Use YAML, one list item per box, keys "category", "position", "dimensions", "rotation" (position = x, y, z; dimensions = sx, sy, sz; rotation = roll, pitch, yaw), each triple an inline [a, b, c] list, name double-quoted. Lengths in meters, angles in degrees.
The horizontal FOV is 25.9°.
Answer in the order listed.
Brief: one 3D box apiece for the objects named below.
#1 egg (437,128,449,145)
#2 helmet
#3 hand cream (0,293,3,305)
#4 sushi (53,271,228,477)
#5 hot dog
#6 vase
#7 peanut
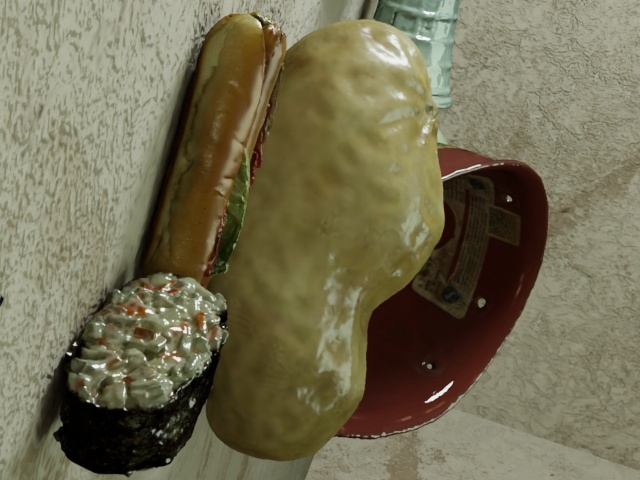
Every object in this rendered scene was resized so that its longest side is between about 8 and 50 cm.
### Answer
- category: "egg"
  position: [0.078, -0.053, 1.761]
  dimensions: [0.186, 0.186, 0.253]
  rotation: [-63, 165, -56]
- category: "helmet"
  position: [0.052, 0.024, 1.538]
  dimensions: [0.385, 0.230, 0.338]
  rotation: [-21, 132, -37]
- category: "hand cream"
  position: [-0.160, 0.018, 0.651]
  dimensions: [0.093, 0.019, 0.030]
  rotation: [111, -2, -60]
- category: "sushi"
  position: [-0.113, 0.083, 0.908]
  dimensions: [0.150, 0.090, 0.078]
  rotation: [-59, 162, -56]
- category: "hot dog"
  position: [-0.075, -0.048, 0.991]
  dimensions: [0.092, 0.062, 0.236]
  rotation: [-65, 172, -72]
- category: "vase"
  position: [0.129, -0.324, 1.717]
  dimensions: [0.143, 0.143, 0.299]
  rotation: [-53, 156, -72]
- category: "peanut"
  position: [0.000, 0.000, 1.195]
  dimensions: [0.169, 0.192, 0.387]
  rotation: [138, -30, -87]
